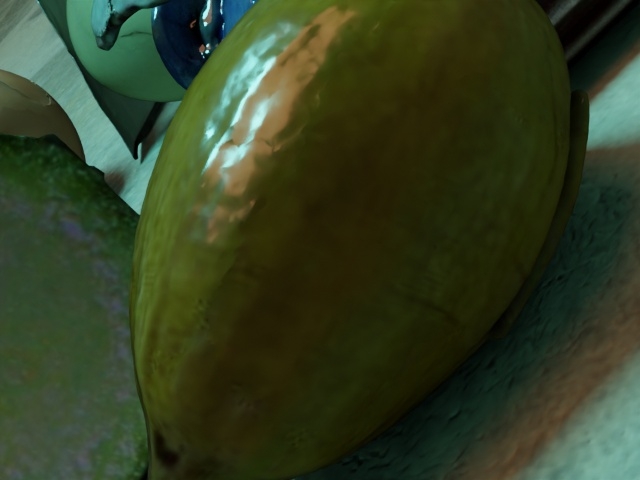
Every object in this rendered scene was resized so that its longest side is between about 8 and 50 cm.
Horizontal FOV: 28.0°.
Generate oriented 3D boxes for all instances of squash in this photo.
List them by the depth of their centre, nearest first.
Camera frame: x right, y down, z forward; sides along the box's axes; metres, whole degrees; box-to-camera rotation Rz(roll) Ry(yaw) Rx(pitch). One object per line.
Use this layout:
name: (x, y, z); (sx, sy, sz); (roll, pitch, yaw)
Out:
squash: (-0.268, 0.050, 0.892); (0.310, 0.310, 0.309); (-46, 21, -5)

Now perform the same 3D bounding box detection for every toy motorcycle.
toy motorcycle: (-0.029, -0.195, 0.981); (0.319, 0.241, 0.182); (-20, 42, 53)

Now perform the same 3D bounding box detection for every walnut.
walnut: (0.000, 0.000, 0.654); (0.336, 0.209, 0.209); (-58, 25, -10)

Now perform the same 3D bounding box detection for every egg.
egg: (-0.133, -0.260, 1.292); (0.269, 0.219, 0.219); (-54, 22, 5)

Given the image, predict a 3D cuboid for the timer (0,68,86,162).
timer: (-0.359, -0.064, 1.318); (0.214, 0.230, 0.230); (-5, 44, 46)

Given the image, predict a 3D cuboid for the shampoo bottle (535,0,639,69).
shampoo bottle: (0.131, -0.142, 0.825); (0.323, 0.084, 0.129); (-44, 16, -2)

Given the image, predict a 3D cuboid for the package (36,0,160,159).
package: (-0.246, -0.217, 1.425); (0.062, 0.204, 0.251); (-26, 26, 16)
